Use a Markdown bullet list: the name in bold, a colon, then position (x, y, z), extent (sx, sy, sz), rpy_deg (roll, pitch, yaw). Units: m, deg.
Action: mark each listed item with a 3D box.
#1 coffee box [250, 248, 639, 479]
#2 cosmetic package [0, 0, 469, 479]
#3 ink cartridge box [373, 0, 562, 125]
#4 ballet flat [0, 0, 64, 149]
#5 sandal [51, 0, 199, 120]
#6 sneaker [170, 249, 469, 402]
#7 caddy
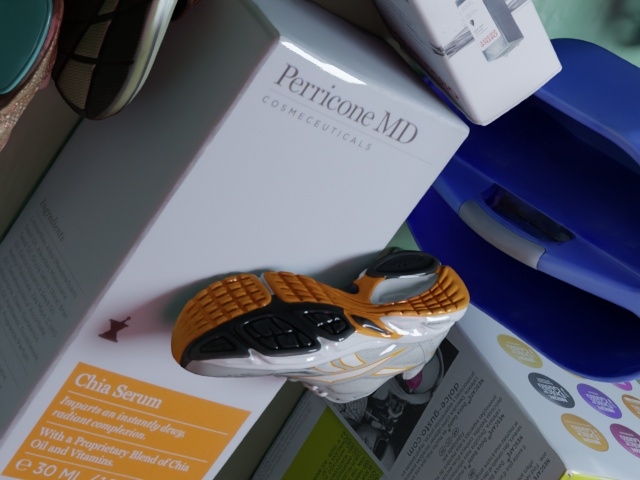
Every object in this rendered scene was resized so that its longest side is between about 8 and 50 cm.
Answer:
- **coffee box**: position (0.183, 0.267, 1.665), extent (0.337, 0.334, 0.338), rpy_deg (16, 115, -38)
- **cosmetic package**: position (-0.112, 0.012, 1.411), extent (0.230, 0.161, 0.453), rpy_deg (21, 112, -41)
- **ink cartridge box**: position (0.090, -0.218, 1.348), extent (0.092, 0.158, 0.218), rpy_deg (-35, 135, -3)
- **ballet flat**: position (-0.252, -0.117, 1.305), extent (0.206, 0.073, 0.067), rpy_deg (-51, 160, 18)
- **sandal**: position (-0.115, -0.219, 1.263), extent (0.086, 0.120, 0.303), rpy_deg (3, 123, -49)
- **sneaker**: position (-0.002, 0.092, 1.365), extent (0.262, 0.099, 0.121), rpy_deg (-6, 133, -29)
- **caddy**: position (0.209, -0.029, 1.462), extent (0.179, 0.341, 0.241), rpy_deg (-24, 136, -37)
